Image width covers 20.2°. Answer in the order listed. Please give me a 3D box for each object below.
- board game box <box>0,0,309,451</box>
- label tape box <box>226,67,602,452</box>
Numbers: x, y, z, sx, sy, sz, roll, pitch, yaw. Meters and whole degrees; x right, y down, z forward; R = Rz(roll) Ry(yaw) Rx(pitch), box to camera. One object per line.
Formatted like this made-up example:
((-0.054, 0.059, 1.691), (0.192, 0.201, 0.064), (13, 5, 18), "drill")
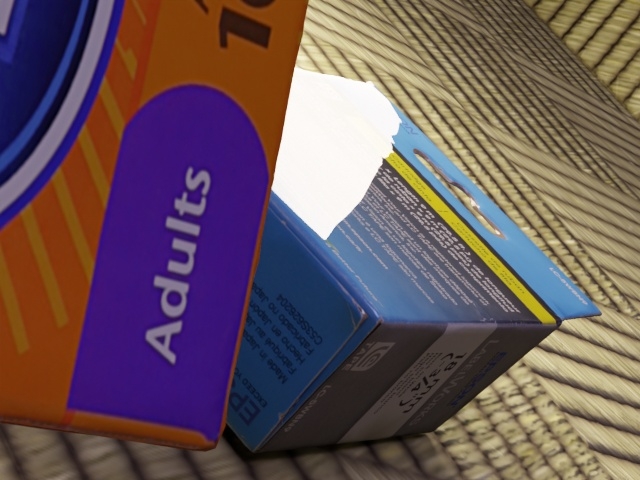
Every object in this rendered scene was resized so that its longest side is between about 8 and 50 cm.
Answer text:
((-0.229, -0.173, 0.395), (0.356, 0.356, 0.356), (7, -7, 41), "board game box")
((0.000, 0.000, 1.064), (0.240, 0.106, 0.334), (47, 18, 22), "label tape box")
